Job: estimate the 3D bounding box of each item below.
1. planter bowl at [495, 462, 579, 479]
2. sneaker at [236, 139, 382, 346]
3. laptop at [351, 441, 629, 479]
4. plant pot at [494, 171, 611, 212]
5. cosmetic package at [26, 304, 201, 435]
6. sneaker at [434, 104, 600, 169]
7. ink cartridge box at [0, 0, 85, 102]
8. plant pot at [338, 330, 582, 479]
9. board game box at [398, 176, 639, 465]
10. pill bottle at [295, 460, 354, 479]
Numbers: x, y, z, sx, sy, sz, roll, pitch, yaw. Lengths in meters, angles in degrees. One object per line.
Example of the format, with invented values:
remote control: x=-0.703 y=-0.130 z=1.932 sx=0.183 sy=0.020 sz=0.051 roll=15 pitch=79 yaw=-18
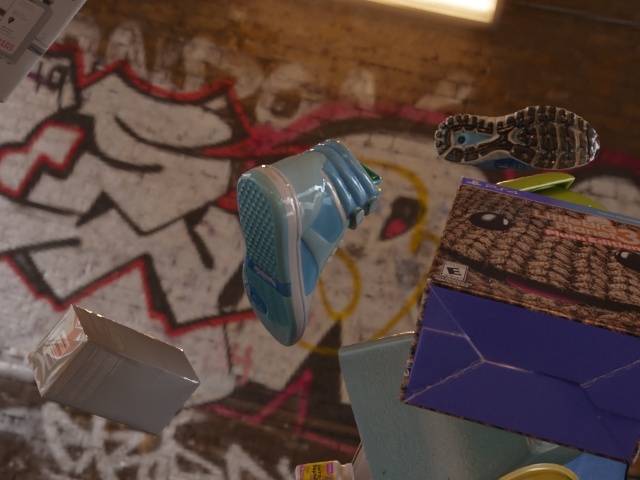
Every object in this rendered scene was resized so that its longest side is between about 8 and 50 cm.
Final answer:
planter bowl: x=0.179 y=0.304 z=0.832 sx=0.217 sy=0.217 sz=0.090 roll=21 pitch=9 yaw=-42
sneaker: x=0.000 y=0.000 z=1.389 sx=0.127 sy=0.208 sz=0.319 roll=41 pitch=-33 yaw=32
laptop: x=0.252 y=0.425 z=1.635 sx=0.408 sy=0.382 sz=0.236 roll=25 pitch=-46 yaw=6
plant pot: x=0.350 y=0.021 z=1.626 sx=0.227 sy=0.207 sz=0.228 roll=-14 pitch=-30 yaw=-42
cosmetic package: x=-0.323 y=0.210 z=1.574 sx=0.238 sy=0.127 sz=0.107 roll=32 pitch=13 yaw=-44
sneaker: x=0.202 y=-0.101 z=1.009 sx=0.162 sy=0.063 sz=0.073 roll=6 pitch=-2 yaw=21
ink cartridge box: x=-0.392 y=-0.326 z=1.187 sx=0.207 sy=0.117 sz=0.283 roll=30 pitch=-50 yaw=-27
plant pot: x=0.219 y=0.214 z=1.311 sx=0.247 sy=0.247 sz=0.252 roll=-7 pitch=-13 yaw=-39
board game box: x=0.229 y=0.069 z=1.041 sx=0.232 sy=0.141 sz=0.291 roll=14 pitch=26 yaw=8
pill bottle: x=0.007 y=0.351 z=1.473 sx=0.083 sy=0.043 sz=0.043 roll=-8 pitch=-11 yaw=5
